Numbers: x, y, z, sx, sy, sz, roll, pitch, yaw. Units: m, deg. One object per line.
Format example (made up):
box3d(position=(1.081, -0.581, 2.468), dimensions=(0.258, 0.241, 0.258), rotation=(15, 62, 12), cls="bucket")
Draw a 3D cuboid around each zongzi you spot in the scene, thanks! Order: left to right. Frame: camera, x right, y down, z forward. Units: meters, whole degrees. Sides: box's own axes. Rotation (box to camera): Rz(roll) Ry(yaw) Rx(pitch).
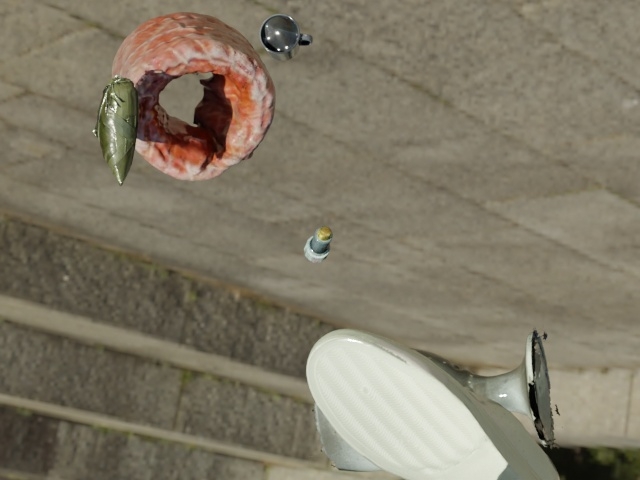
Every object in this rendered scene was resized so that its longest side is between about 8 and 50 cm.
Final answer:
box3d(position=(-0.267, -0.151, 1.551), dimensions=(0.055, 0.119, 0.109), rotation=(0, 134, -23), cls="zongzi")

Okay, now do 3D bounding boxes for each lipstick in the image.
box3d(position=(0.000, 0.000, 1.595), dimensions=(0.037, 0.037, 0.116), rotation=(11, 164, -3), cls="lipstick")

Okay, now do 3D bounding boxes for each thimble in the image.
box3d(position=(-0.190, -0.219, 1.728), dimensions=(0.239, 0.239, 0.162), rotation=(19, -160, -31), cls="thimble")

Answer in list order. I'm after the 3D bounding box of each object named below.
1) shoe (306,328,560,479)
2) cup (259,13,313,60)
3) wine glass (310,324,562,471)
box3d(position=(0.139, 0.201, 1.258), dimensions=(0.363, 0.132, 0.160), rotation=(44, -158, -11), cls="shoe")
box3d(position=(-0.063, -0.386, 2.219), dimensions=(0.100, 0.078, 0.077), rotation=(7, 174, 4), cls="cup")
box3d(position=(0.164, 0.235, 1.686), dimensions=(0.357, 0.191, 0.190), rotation=(-11, 159, 19), cls="wine glass")
